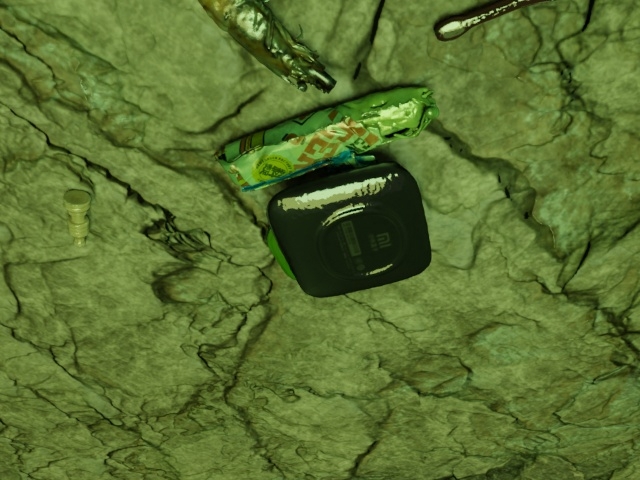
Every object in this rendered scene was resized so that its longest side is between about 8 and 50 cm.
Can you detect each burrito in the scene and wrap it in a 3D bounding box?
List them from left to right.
[{"bbox_3d":[0.009,-0.115,0.673,0.288,0.054,0.104,-17,127,12],"label":"burrito"}]

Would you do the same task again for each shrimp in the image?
[{"bbox_3d":[-0.037,-0.259,0.563,0.150,0.051,0.217,-39,116,18],"label":"shrimp"}]

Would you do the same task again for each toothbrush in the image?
[{"bbox_3d":[0.295,-0.286,0.549,0.364,0.040,0.041,-20,126,15],"label":"toothbrush"}]

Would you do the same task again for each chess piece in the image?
[{"bbox_3d":[-0.344,-0.026,0.756,0.035,0.035,0.092,12,131,-10],"label":"chess piece"}]

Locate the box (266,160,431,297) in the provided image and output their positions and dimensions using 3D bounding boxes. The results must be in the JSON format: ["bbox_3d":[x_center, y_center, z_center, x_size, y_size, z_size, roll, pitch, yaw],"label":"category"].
[{"bbox_3d":[0.046,-0.003,0.713,0.201,0.042,0.212,-17,132,2],"label":"box"}]

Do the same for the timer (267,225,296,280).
[{"bbox_3d":[0.000,0.000,0.772,0.140,0.047,0.128,-18,129,13],"label":"timer"}]
